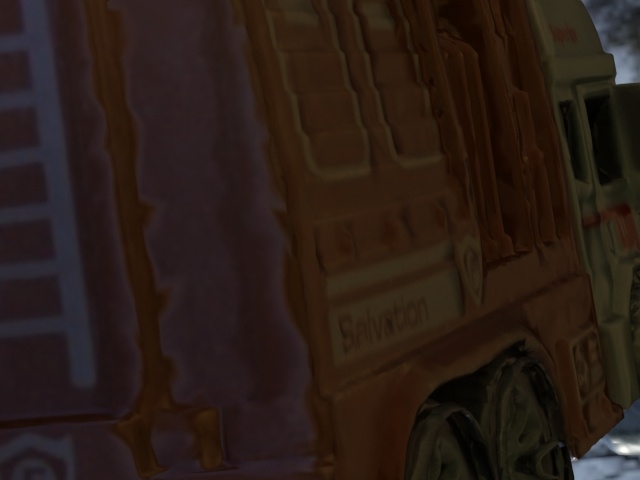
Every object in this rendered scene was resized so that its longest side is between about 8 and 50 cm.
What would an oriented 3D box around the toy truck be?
[{"bbox_3d":[0.000,0.000,0.554,0.387,0.173,0.207,-15,-83,-68],"label":"toy truck"}]
